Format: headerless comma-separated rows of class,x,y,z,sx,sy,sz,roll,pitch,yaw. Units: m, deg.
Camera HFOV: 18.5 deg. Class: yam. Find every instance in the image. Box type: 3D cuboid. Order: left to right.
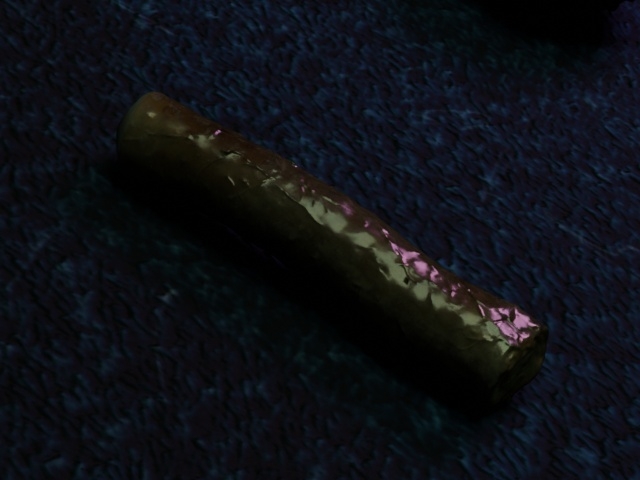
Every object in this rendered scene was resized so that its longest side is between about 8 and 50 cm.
yam,0.000,0.000,1.180,0.299,0.066,0.066,33,37,17

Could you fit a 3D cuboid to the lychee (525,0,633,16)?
lychee,0.204,-0.259,1.538,0.188,0.188,0.188,14,36,-10
